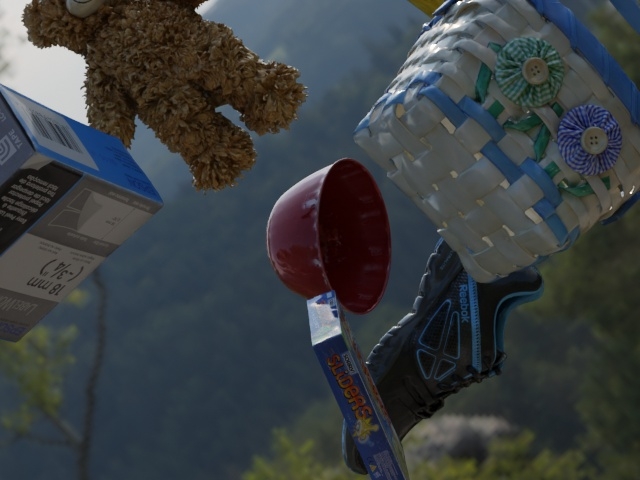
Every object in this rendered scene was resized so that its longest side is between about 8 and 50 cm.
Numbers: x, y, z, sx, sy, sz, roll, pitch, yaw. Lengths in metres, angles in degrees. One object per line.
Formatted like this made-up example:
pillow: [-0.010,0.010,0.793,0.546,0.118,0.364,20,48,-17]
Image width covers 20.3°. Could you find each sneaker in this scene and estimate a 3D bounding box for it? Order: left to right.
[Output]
sneaker: [0.144,0.148,2.181,0.341,0.139,0.125,-60,-15,2]

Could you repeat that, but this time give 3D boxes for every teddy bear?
teddy bear: [-0.176,-0.205,1.967,0.245,0.338,0.113,-33,-6,12]

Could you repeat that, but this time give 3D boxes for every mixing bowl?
mixing bowl: [0.000,0.000,2.080,0.098,0.181,0.181,-6,26,30]

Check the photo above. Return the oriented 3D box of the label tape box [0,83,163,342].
label tape box: [-0.352,0.014,1.775,0.333,0.106,0.240,-42,-25,12]

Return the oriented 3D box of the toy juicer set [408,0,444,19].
toy juicer set: [0.226,-0.433,2.219,0.329,0.089,0.209,-36,44,41]

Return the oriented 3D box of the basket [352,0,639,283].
basket: [0.195,-0.120,1.518,0.289,0.255,0.201,-49,9,-33]

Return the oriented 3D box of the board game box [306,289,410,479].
board game box: [0.041,0.166,1.878,0.035,0.201,0.136,-22,18,4]
